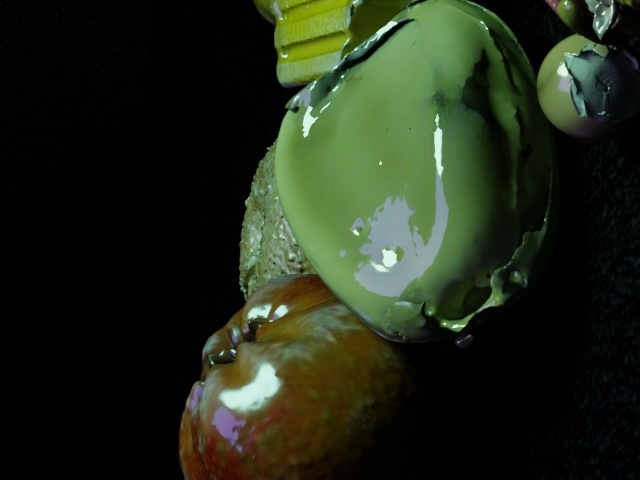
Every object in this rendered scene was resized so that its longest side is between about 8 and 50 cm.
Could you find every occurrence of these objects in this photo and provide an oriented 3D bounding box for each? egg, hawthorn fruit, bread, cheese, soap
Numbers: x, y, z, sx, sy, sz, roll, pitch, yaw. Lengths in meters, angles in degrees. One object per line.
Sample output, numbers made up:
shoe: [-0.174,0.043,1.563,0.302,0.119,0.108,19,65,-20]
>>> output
egg: [0.197,-0.113,1.194,0.096,0.080,0.080,-177,92,-76]
hawthorn fruit: [0.006,0.160,1.449,0.284,0.284,0.284,-175,90,-75]
bread: [0.000,0.000,1.752,0.305,0.158,0.305,-175,90,-74]
cheese: [0.089,-0.047,1.363,0.259,0.128,0.316,-46,39,22]
soap: [0.022,-0.220,1.531,0.232,0.073,0.140,-176,83,-70]

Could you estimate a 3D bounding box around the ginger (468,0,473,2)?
ginger: [0.084,-0.265,1.599,0.348,0.122,0.363,-134,40,-59]

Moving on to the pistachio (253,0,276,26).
pistachio: [0.001,-0.359,1.848,0.213,0.163,0.260,92,-175,-75]

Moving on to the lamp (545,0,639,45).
lamp: [0.207,-0.184,1.105,0.253,0.118,0.118,-113,31,-59]
